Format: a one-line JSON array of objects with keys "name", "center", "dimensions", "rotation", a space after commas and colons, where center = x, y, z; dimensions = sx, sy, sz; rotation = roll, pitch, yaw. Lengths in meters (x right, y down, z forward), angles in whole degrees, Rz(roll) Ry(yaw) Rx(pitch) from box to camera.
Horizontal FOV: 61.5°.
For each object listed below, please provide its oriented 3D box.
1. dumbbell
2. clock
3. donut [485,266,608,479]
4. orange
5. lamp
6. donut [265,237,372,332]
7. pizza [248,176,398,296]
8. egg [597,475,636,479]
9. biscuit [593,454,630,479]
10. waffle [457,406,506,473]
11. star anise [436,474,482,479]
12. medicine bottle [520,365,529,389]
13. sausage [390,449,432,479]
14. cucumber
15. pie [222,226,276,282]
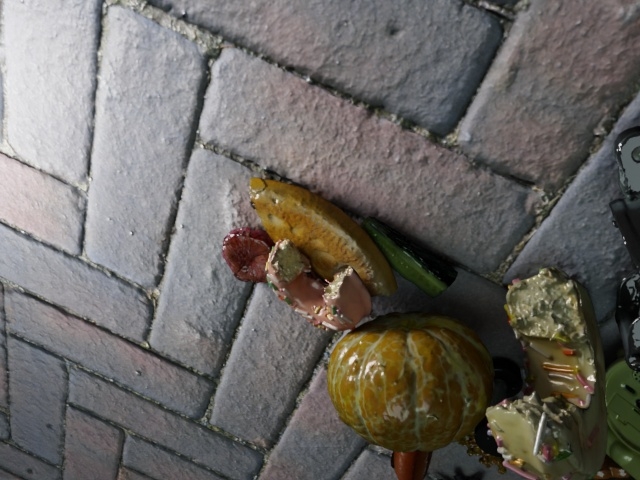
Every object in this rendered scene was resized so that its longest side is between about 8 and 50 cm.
[{"name": "dumbbell", "center": [0.376, 0.348, 1.131], "dimensions": [0.100, 0.191, 0.100], "rotation": [8, 124, 13]}, {"name": "clock", "center": [0.636, 0.298, 1.001], "dimensions": [0.235, 0.096, 0.308], "rotation": [44, 129, 45]}, {"name": "donut", "center": [0.414, 0.254, 0.969], "dimensions": [0.150, 0.371, 0.307], "rotation": [-10, 135, 39]}, {"name": "orange", "center": [0.176, 0.276, 1.067], "dimensions": [0.329, 0.329, 0.249], "rotation": [-10, 97, 23]}, {"name": "lamp", "center": [0.599, 0.000, 0.820], "dimensions": [0.271, 0.205, 0.375], "rotation": [-5, 110, 25]}, {"name": "donut", "center": [-0.007, 0.103, 1.070], "dimensions": [0.232, 0.085, 0.199], "rotation": [21, 147, 31]}, {"name": "pizza", "center": [0.000, 0.000, 1.086], "dimensions": [0.365, 0.074, 0.182], "rotation": [34, 142, 4]}, {"name": "egg", "center": [0.722, 0.641, 1.175], "dimensions": [0.310, 0.279, 0.279], "rotation": [6, 124, 7]}, {"name": "biscuit", "center": [0.588, 0.463, 1.148], "dimensions": [0.279, 0.183, 0.043], "rotation": [-11, 83, 10]}, {"name": "waffle", "center": [0.451, 0.467, 1.274], "dimensions": [0.231, 0.051, 0.229], "rotation": [32, 126, -3]}, {"name": "star anise", "center": [0.370, 0.682, 1.434], "dimensions": [0.180, 0.061, 0.205], "rotation": [8, 124, 14]}, {"name": "medicine bottle", "center": [0.486, 0.354, 1.152], "dimensions": [0.092, 0.061, 0.221], "rotation": [-20, 101, -12]}, {"name": "sausage", "center": [0.235, 0.503, 1.338], "dimensions": [0.102, 0.102, 0.331], "rotation": [9, 123, 12]}, {"name": "cucumber", "center": [0.171, 0.023, 1.073], "dimensions": [0.211, 0.062, 0.078], "rotation": [39, 143, 2]}, {"name": "pie", "center": [-0.151, 0.036, 1.192], "dimensions": [0.153, 0.038, 0.154], "rotation": [9, 126, 12]}]
